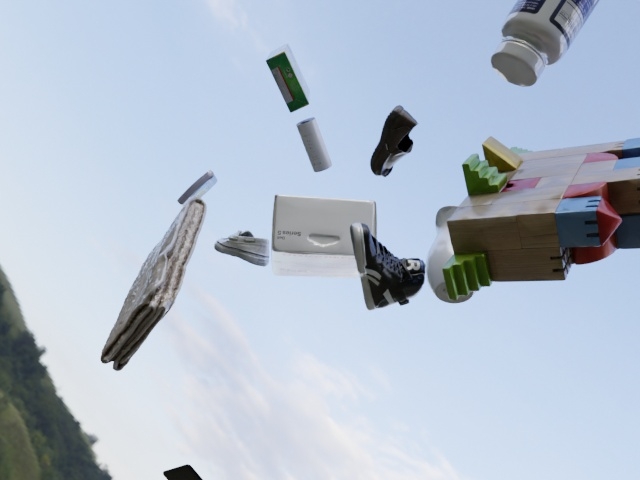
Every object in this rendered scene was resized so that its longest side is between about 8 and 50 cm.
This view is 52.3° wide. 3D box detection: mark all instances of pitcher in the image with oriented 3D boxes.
[{"bbox_3d":[0.303,0.052,1.481,0.125,0.207,0.178,-1,-43,12],"label":"pitcher"}]

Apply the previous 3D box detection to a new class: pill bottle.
[{"bbox_3d":[0.303,-0.296,0.880,0.094,0.169,0.094,34,-8,5],"label":"pill bottle"}]

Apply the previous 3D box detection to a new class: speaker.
[{"bbox_3d":[-0.016,-0.251,1.706,0.055,0.055,0.136,3,-58,48],"label":"speaker"}]

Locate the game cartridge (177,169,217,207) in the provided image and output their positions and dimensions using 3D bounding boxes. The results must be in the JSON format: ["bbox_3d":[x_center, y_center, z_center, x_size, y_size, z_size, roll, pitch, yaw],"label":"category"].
[{"bbox_3d":[-0.224,-0.092,1.190,0.017,0.083,0.056,44,-7,10],"label":"game cartridge"}]

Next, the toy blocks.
[{"bbox_3d":[0.358,-0.050,0.932,0.260,0.381,0.191,-3,-68,34],"label":"toy blocks"}]

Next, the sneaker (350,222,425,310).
[{"bbox_3d":[0.124,0.036,1.157,0.121,0.079,0.217,-12,-41,4],"label":"sneaker"}]

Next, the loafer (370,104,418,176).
[{"bbox_3d":[0.181,-0.225,1.589,0.078,0.080,0.220,34,-32,14],"label":"loafer"}]

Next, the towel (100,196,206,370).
[{"bbox_3d":[-0.270,0.063,1.066,0.049,0.282,0.187,33,-60,-18],"label":"towel"}]

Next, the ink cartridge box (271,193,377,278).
[{"bbox_3d":[0.000,0.000,1.337,0.198,0.115,0.273,3,-13,-4],"label":"ink cartridge box"}]

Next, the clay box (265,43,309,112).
[{"bbox_3d":[-0.073,-0.383,1.517,0.222,0.053,0.128,-94,159,-69],"label":"clay box"}]

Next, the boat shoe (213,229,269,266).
[{"bbox_3d":[-0.194,0.011,1.682,0.083,0.076,0.226,15,0,-43],"label":"boat shoe"}]

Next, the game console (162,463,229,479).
[{"bbox_3d":[-0.295,0.564,1.551,0.122,0.107,0.071,-29,-111,40],"label":"game console"}]
